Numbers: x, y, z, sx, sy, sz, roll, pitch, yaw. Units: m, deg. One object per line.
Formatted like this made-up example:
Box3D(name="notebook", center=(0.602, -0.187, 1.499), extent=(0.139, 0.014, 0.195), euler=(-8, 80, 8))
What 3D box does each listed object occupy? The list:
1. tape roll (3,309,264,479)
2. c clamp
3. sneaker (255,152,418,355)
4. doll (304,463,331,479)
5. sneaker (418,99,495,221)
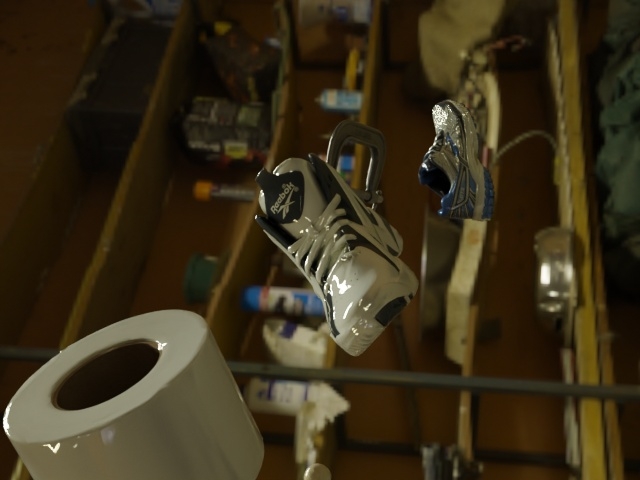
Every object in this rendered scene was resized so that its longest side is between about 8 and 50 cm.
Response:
Box3D(name="tape roll", center=(-0.204, 0.213, 1.100), extent=(0.246, 0.246, 0.169), euler=(-71, -39, -62))
Box3D(name="c clamp", center=(0.046, -0.079, 1.228), extent=(0.160, 0.022, 0.137), euler=(20, -92, -59))
Box3D(name="sneaker", center=(0.000, 0.000, 0.858), extent=(0.094, 0.153, 0.235), euler=(-47, 11, 21))
Box3D(name="doll", center=(-0.012, 0.397, 1.322), extent=(0.129, 0.046, 0.189), euler=(80, -167, -76))
Box3D(name="sneaker", center=(0.116, -0.076, 0.898), extent=(0.052, 0.058, 0.135), euler=(92, 169, -54))
